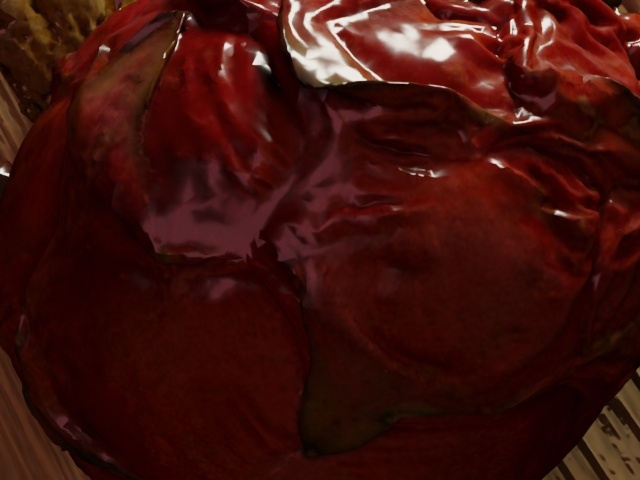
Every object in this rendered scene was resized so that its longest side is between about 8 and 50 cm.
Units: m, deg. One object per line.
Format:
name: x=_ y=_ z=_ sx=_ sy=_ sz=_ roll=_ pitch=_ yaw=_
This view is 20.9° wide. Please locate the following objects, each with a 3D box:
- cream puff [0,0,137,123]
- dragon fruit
cream puff: x=-0.102 y=-0.144 z=0.917 sx=0.169 sy=0.183 sz=0.183 roll=-32 pitch=62 yaw=-2
dragon fruit: x=0.000 y=0.000 z=0.742 sx=0.342 sy=0.277 sz=0.277 roll=-44 pitch=60 yaw=26
